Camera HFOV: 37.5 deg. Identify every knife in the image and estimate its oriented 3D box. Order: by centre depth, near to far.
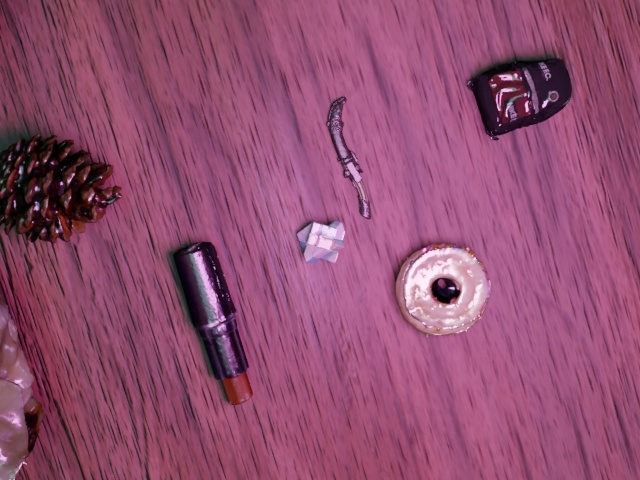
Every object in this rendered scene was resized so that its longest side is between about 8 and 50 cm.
[{"bbox_3d":[0.049,-0.142,1.670,0.046,0.021,0.222,-14,95,-4],"label":"knife"}]

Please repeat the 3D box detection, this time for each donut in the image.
[{"bbox_3d":[0.216,0.086,1.676,0.175,0.068,0.174,-1,97,-4],"label":"donut"}]

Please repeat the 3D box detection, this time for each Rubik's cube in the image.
[{"bbox_3d":[0.002,0.002,1.656,0.084,0.073,0.075,-1,95,-4],"label":"Rubik's cube"}]

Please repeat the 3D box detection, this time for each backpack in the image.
[{"bbox_3d":[0.351,-0.256,1.629,0.165,0.106,0.119,-22,91,3],"label":"backpack"}]

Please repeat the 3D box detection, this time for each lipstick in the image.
[{"bbox_3d":[-0.182,0.148,1.659,0.081,0.081,0.299,-17,99,-1],"label":"lipstick"}]

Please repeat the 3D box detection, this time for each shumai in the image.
[{"bbox_3d":[-0.622,0.267,1.561,0.395,0.395,0.348,-39,117,1],"label":"shumai"}]

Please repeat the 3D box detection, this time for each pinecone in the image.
[{"bbox_3d":[-0.449,-0.082,1.583,0.205,0.184,0.179,17,69,-27],"label":"pinecone"}]
